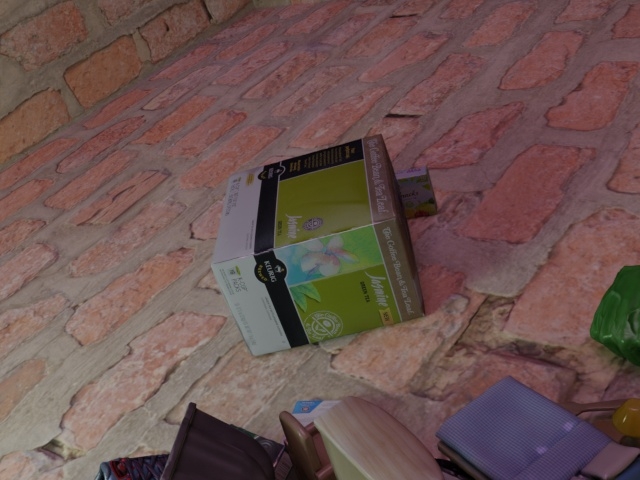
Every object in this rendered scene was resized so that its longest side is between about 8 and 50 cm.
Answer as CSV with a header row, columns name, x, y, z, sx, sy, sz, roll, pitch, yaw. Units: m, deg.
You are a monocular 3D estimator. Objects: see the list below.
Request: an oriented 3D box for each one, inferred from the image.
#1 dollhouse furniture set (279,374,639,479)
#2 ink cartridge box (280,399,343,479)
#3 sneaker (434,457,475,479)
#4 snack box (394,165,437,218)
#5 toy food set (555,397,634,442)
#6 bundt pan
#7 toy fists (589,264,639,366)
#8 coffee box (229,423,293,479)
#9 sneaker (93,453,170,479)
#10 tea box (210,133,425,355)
name,x,y,z,sx,sy,sz,roll,pitch,yaw
dollhouse furniture set,0.148,0.182,0.813,0.303,0.198,0.286,-30,35,-21
ink cartridge box,-0.005,0.294,1.136,0.088,0.052,0.122,-5,33,23
sneaker,0.237,0.357,0.881,0.283,0.107,0.124,18,86,25
snack box,0.162,-0.092,1.615,0.141,0.100,0.037,-10,32,17
toy food set,0.367,0.275,0.981,0.132,0.039,0.192,-6,27,8
bundt pan,-0.140,0.354,0.861,0.124,0.331,0.331,19,35,-4
toy fists,0.507,0.117,1.066,0.279,0.096,0.142,4,45,46
coffee box,-0.120,0.352,1.064,0.113,0.040,0.184,11,62,38
sneaker,-0.259,0.356,1.107,0.262,0.125,0.104,-32,33,-20
tea box,0.000,0.000,1.442,0.323,0.220,0.329,-15,31,10
